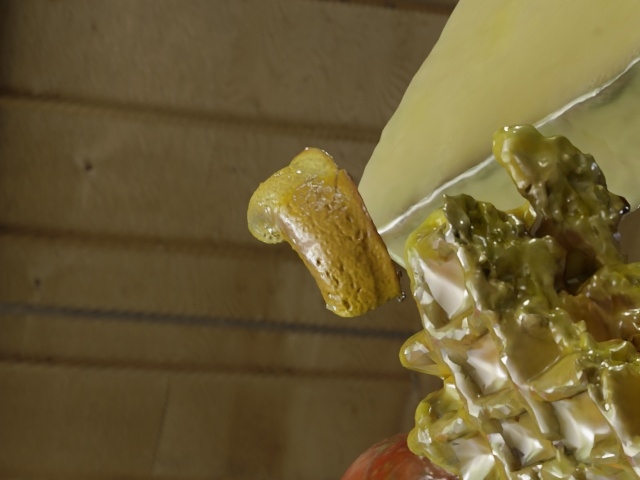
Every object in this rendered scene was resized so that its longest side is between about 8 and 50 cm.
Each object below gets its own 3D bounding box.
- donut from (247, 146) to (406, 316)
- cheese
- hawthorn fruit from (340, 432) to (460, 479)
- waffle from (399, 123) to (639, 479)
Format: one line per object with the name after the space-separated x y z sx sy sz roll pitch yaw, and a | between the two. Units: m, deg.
0.000 0.000 0.810 0.038 0.067 0.083 -26 -93 -22 | donut
0.198 -0.164 1.229 0.104 0.384 0.384 38 -80 -22 | cheese
0.114 0.295 1.615 0.275 0.275 0.299 10 -87 -21 | hawthorn fruit
0.187 0.074 0.917 0.151 0.324 0.261 -20 -75 -34 | waffle
